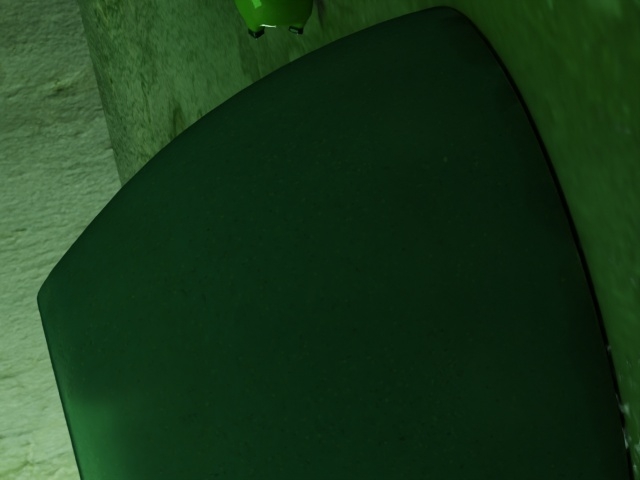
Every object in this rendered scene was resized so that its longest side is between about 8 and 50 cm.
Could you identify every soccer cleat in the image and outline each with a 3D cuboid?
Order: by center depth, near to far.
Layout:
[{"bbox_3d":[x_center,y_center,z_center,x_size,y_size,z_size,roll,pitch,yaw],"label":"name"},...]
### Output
[{"bbox_3d":[-0.045,-0.185,1.146,0.179,0.060,0.072,-125,32,-51],"label":"soccer cleat"}]

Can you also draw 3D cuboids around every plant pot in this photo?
[{"bbox_3d":[-0.011,0.063,0.830,0.290,0.195,0.290,167,90,-82],"label":"plant pot"}]
